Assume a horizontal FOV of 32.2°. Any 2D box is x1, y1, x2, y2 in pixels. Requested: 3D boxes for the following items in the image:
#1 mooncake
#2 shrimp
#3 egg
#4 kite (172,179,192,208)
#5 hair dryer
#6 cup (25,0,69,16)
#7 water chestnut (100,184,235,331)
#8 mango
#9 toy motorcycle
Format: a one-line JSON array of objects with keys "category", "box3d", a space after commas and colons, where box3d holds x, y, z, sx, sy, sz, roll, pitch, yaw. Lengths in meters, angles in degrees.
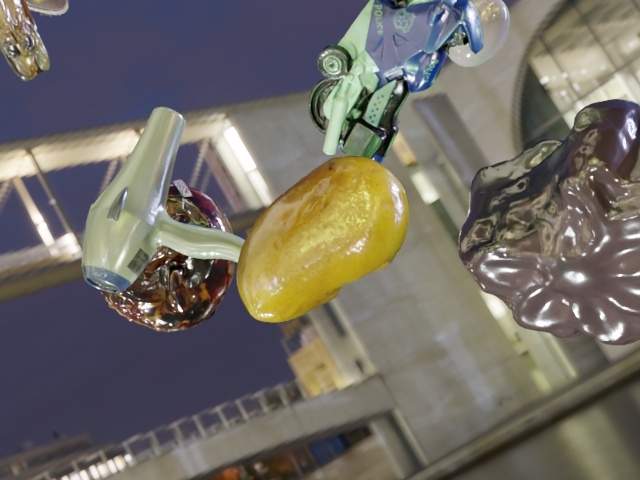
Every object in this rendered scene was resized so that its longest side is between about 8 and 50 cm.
[{"category": "mooncake", "box3d": [0.409, -0.007, 1.660, 0.381, 0.351, 0.212, -52, 11, 47]}, {"category": "shrimp", "box3d": [-0.444, -0.343, 1.557, 0.058, 0.253, 0.173, -23, 5, -1]}, {"category": "egg", "box3d": [0.277, -0.370, 1.958, 0.135, 0.103, 0.103, -56, -21, 21]}, {"category": "kite", "box3d": [-0.235, -0.082, 1.862, 0.002, 0.044, 0.078, -37, 13, 20]}, {"category": "hair dryer", "box3d": [-0.213, -0.071, 1.688, 0.298, 0.295, 0.119, -6, -23, 5]}, {"category": "cup", "box3d": [-0.470, -0.566, 1.939, 0.203, 0.203, 0.288, 108, -176, -74]}, {"category": "water chestnut", "box3d": [-0.304, 0.029, 2.166, 0.300, 0.300, 0.300, -29, -11, -6]}, {"category": "mango", "box3d": [0.000, 0.000, 1.423, 0.262, 0.167, 0.130, -37, -30, -12]}, {"category": "toy motorcycle", "box3d": [0.112, -0.259, 1.587, 0.331, 0.196, 0.125, -62, -7, 24]}]
